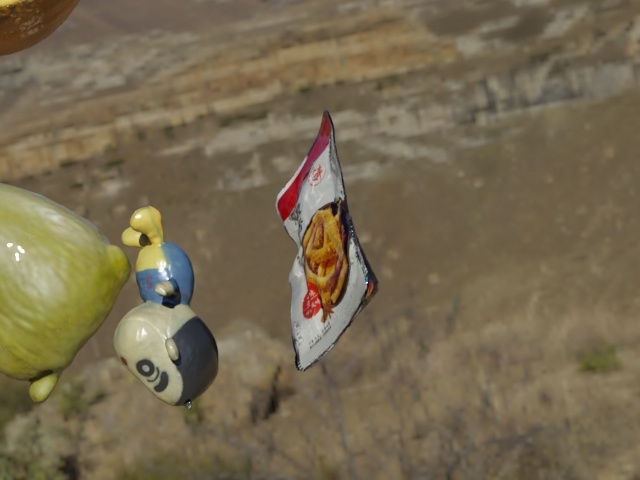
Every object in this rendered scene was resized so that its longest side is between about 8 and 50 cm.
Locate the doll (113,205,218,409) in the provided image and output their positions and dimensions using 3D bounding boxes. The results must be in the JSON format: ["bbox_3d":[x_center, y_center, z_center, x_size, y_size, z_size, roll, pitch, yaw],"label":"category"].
[{"bbox_3d":[-0.144,0.066,1.300,0.089,0.179,0.102,-16,-13,-22],"label":"doll"}]

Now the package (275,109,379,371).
[{"bbox_3d":[0.000,0.000,1.493,0.030,0.239,0.154,12,-44,-23],"label":"package"}]

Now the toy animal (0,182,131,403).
[{"bbox_3d":[-0.376,0.002,1.448,0.363,0.180,0.181,26,36,-10],"label":"toy animal"}]

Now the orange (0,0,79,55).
[{"bbox_3d":[-0.411,-0.355,1.807,0.274,0.274,0.310,-15,17,-17],"label":"orange"}]
